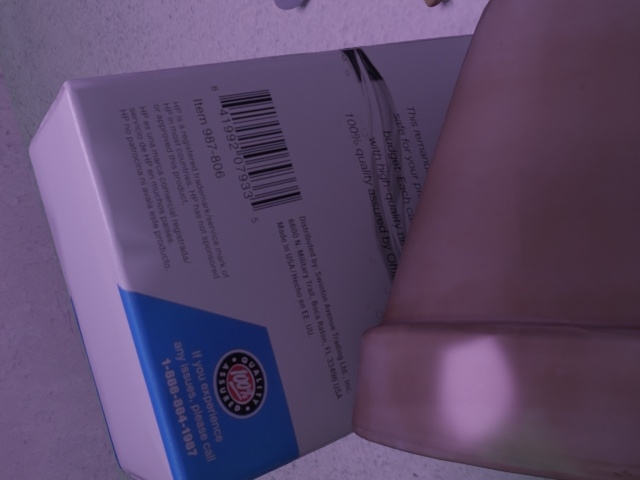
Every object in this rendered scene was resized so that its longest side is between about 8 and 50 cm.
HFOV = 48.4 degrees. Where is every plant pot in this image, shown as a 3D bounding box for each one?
[{"bbox_3d":[0.191,-0.010,0.438,0.323,0.323,0.280,-9,73,56],"label":"plant pot"}]

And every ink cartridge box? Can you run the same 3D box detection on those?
[{"bbox_3d":[0.000,0.000,0.610,0.166,0.395,0.285,-16,90,58],"label":"ink cartridge box"}]

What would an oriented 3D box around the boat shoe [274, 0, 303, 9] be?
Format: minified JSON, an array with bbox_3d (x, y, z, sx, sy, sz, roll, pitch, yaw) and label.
[{"bbox_3d":[-0.023,-0.336,0.820,0.142,0.049,0.040,116,147,-43],"label":"boat shoe"}]

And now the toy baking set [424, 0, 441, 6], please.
[{"bbox_3d":[0.115,-0.345,0.633,0.197,0.030,0.256,-39,71,51],"label":"toy baking set"}]
